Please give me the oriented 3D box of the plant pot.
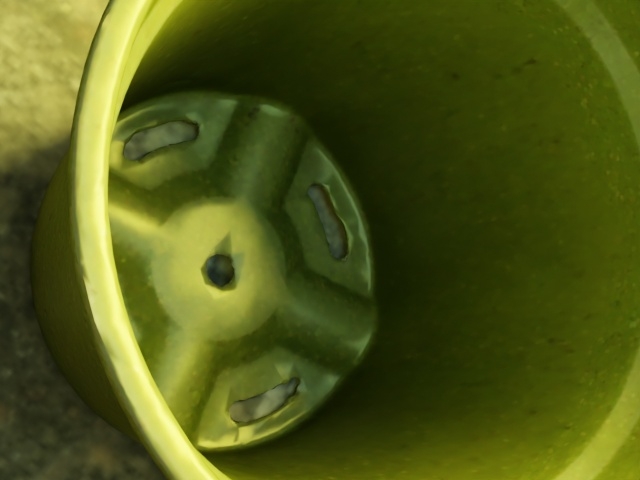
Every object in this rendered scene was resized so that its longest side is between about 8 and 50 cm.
[{"bbox_3d":[0.000,0.000,0.564,0.276,0.254,0.276,3,83,-26],"label":"plant pot"}]
